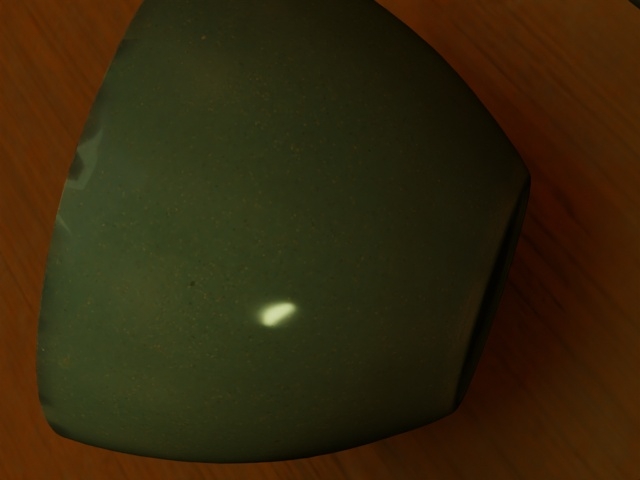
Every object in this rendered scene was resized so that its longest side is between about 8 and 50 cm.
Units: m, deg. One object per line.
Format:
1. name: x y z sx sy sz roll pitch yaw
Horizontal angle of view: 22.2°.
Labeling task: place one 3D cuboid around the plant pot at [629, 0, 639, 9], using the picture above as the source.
1. plant pot: 0.246 -0.166 0.642 0.293 0.293 0.196 -45 75 30

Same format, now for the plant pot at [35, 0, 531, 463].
1. plant pot: 0.000 0.000 0.874 0.195 0.290 0.290 18 96 11
